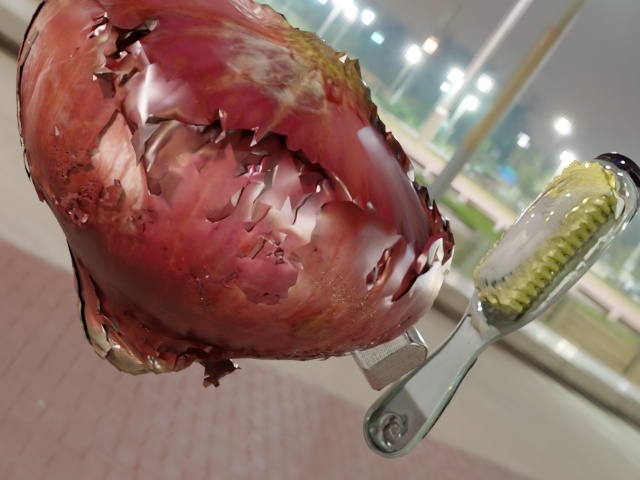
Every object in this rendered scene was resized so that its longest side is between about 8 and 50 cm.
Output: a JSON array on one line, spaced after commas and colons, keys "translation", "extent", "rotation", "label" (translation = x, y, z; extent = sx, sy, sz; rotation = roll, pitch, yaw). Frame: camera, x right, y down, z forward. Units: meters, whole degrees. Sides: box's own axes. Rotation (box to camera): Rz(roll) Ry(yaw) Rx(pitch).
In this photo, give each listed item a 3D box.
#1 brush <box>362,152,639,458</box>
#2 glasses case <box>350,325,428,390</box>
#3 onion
[{"translation": [0.126, 0.046, 1.034], "extent": [0.068, 0.297, 0.060], "rotation": [45, 10, 33], "label": "brush"}, {"translation": [0.000, 0.000, 0.931], "extent": [0.205, 0.047, 0.071], "rotation": [59, -1, 20], "label": "glasses case"}, {"translation": [-0.043, -0.017, 0.510], "extent": [0.184, 0.147, 0.184], "rotation": [37, 5, -4], "label": "onion"}]
